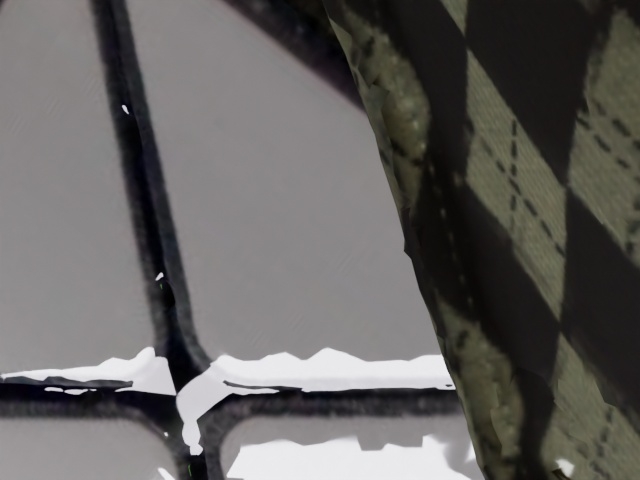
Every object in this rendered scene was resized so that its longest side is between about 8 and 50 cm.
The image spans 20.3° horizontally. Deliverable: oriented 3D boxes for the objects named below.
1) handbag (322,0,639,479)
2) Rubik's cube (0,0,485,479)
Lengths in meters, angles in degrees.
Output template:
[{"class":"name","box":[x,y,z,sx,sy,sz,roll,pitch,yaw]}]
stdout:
[{"class":"handbag","box":[0.206,-0.040,0.464,0.416,0.317,0.180,-20,-177,-44]},{"class":"Rubik's cube","box":[0.000,0.000,0.630,0.260,0.255,0.259,-50,180,31]}]
